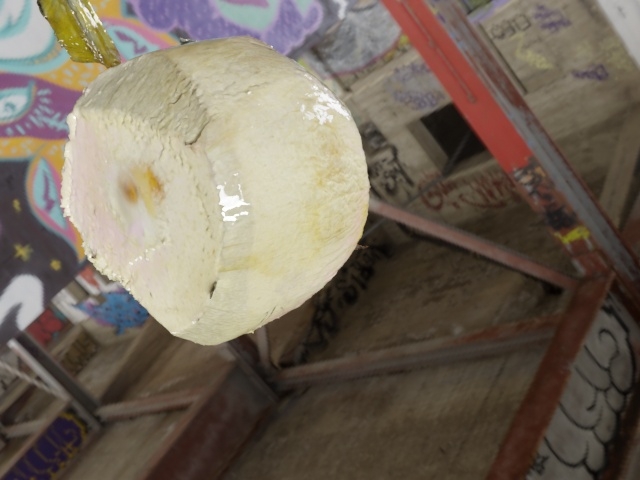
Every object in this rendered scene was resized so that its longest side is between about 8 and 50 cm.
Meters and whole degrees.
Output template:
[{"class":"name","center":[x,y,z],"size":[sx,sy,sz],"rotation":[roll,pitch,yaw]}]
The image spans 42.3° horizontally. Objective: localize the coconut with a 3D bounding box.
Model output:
[{"class":"coconut","center":[-0.112,-0.085,1.129],"size":[0.404,0.405,0.404],"rotation":[-36,-164,12]}]

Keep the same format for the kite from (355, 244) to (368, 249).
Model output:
[{"class":"kite","center":[0.000,0.000,1.633],"size":[0.159,0.189,0.010],"rotation":[-58,158,-67]}]

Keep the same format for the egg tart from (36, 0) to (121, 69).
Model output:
[{"class":"egg tart","center":[-0.618,-0.550,2.089],"size":[0.120,0.315,0.315],"rotation":[-29,-165,-3]}]
